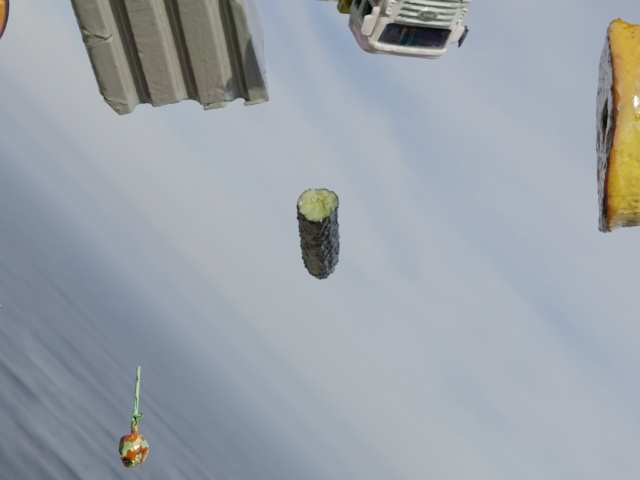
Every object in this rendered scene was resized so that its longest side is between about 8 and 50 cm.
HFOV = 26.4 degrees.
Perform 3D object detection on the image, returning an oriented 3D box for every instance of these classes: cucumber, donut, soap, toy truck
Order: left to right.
[{"bbox_3d":[-0.294,-0.465,2.670,0.435,0.350,0.213,77,13,-56],"label":"soap"},{"bbox_3d":[0.001,0.002,2.276,0.072,0.072,0.300,44,-16,19],"label":"cucumber"},{"bbox_3d":[0.055,-0.247,1.208,0.098,0.114,0.227,2,39,-23],"label":"toy truck"},{"bbox_3d":[0.426,-0.152,1.818,0.110,0.303,0.303,1,-14,8],"label":"donut"}]

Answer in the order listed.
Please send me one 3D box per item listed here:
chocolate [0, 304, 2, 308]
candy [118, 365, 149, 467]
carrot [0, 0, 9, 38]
[{"bbox_3d":[-0.633,0.130,2.224,0.085,0.219,0.085,45,-27,30],"label":"chocolate"},{"bbox_3d":[-0.289,0.273,2.136,0.049,0.055,0.184,16,47,-19],"label":"candy"},{"bbox_3d":[-0.503,-0.359,1.747,0.193,0.214,0.331,13,23,-25],"label":"carrot"}]
